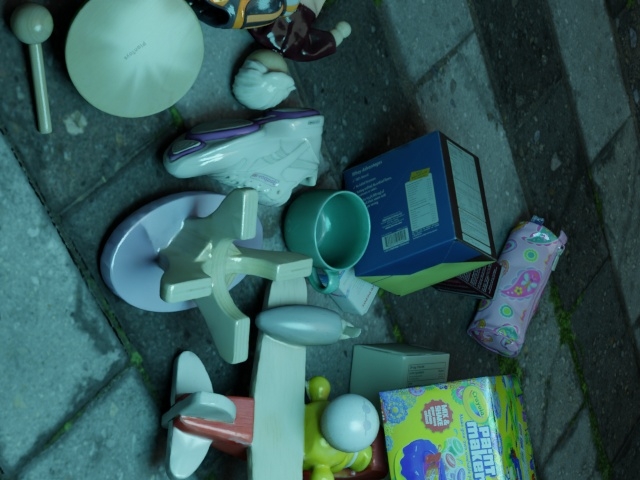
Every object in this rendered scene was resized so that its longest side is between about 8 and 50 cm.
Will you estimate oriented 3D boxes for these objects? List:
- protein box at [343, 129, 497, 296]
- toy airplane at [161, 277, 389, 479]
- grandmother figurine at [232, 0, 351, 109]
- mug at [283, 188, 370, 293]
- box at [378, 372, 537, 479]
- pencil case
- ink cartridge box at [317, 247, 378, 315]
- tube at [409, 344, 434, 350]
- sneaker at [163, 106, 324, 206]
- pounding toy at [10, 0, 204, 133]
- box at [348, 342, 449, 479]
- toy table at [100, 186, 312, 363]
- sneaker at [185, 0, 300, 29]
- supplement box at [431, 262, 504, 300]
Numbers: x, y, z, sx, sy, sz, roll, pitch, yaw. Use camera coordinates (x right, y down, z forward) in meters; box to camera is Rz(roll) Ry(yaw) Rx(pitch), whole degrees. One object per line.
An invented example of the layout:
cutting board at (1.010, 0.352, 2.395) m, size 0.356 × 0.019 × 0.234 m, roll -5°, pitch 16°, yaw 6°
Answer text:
protein box at (0.164, -0.042, 1.810) m, size 0.136 × 0.200 × 0.201 m, roll 26°, pitch 50°, yaw -47°
toy airplane at (-0.044, 0.278, 1.614) m, size 0.384 × 0.272 × 0.386 m, roll -38°, pitch 105°, yaw -51°
grandmother figurine at (-0.044, -0.357, 1.667) m, size 0.208 × 0.104 × 0.342 m, roll 24°, pitch 79°, yaw -19°
mug at (-0.003, -0.008, 1.751) m, size 0.129 × 0.097 × 0.157 m, roll 45°, pitch 65°, yaw -38°
box at (0.232, 0.366, 1.708) m, size 0.279 × 0.177 × 0.289 m, roll 18°, pitch 63°, yaw -70°
pencil case at (0.405, 0.095, 2.210) m, size 0.124 × 0.124 × 0.284 m, roll 48°, pitch 61°, yaw -40°
ink cartridge box at (0.047, 0.058, 1.852) m, size 0.122 × 0.052 × 0.088 m, roll 50°, pitch 59°, yaw -37°
tube at (0.173, 0.302, 2.039) m, size 0.080 × 0.052 × 0.207 m, roll 0°, pitch 101°, yaw -39°
sneaker at (-0.101, -0.112, 1.617) m, size 0.305 × 0.114 × 0.152 m, roll -17°, pitch 112°, yaw -44°
pounding toy at (-0.281, -0.259, 1.425) m, size 0.237 × 0.110 × 0.182 m, roll -15°, pitch 121°, yaw -16°
box at (0.131, 0.346, 1.935) m, size 0.148 × 0.121 × 0.311 m, roll 6°, pitch 91°, yaw -49°
toy table at (-0.152, 0.031, 1.524) m, size 0.274 × 0.161 × 0.252 m, roll -24°, pitch 122°, yaw -37°
sneaker at (-0.153, -0.450, 1.507) m, size 0.180 × 0.125 × 0.321 m, roll -21°, pitch 95°, yaw -26°
supplement box at (0.222, 0.037, 1.988) m, size 0.239 × 0.130 × 0.073 m, roll 29°, pitch 74°, yaw -47°
